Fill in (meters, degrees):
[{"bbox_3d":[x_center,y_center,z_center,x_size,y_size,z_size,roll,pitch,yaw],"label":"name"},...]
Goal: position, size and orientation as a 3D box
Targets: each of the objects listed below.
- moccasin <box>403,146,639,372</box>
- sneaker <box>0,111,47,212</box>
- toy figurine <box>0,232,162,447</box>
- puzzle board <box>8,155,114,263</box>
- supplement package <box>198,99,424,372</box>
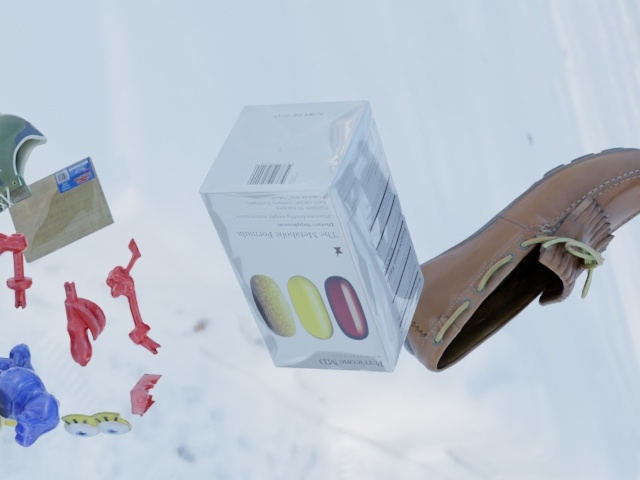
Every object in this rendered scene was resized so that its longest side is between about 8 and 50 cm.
[{"bbox_3d":[0.257,0.022,1.527,0.147,0.380,0.139,49,-18,37],"label":"moccasin"},{"bbox_3d":[-0.391,-0.062,1.561,0.064,0.086,0.192,111,-2,-77],"label":"sneaker"},{"bbox_3d":[-0.333,0.104,1.069,0.217,0.362,0.191,-59,152,-72],"label":"toy figurine"},{"bbox_3d":[-0.333,-0.039,1.664,0.096,0.128,0.011,68,10,16],"label":"puzzle board"},{"bbox_3d":[0.000,0.000,1.281,0.134,0.139,0.244,-67,147,-42],"label":"supplement package"}]
